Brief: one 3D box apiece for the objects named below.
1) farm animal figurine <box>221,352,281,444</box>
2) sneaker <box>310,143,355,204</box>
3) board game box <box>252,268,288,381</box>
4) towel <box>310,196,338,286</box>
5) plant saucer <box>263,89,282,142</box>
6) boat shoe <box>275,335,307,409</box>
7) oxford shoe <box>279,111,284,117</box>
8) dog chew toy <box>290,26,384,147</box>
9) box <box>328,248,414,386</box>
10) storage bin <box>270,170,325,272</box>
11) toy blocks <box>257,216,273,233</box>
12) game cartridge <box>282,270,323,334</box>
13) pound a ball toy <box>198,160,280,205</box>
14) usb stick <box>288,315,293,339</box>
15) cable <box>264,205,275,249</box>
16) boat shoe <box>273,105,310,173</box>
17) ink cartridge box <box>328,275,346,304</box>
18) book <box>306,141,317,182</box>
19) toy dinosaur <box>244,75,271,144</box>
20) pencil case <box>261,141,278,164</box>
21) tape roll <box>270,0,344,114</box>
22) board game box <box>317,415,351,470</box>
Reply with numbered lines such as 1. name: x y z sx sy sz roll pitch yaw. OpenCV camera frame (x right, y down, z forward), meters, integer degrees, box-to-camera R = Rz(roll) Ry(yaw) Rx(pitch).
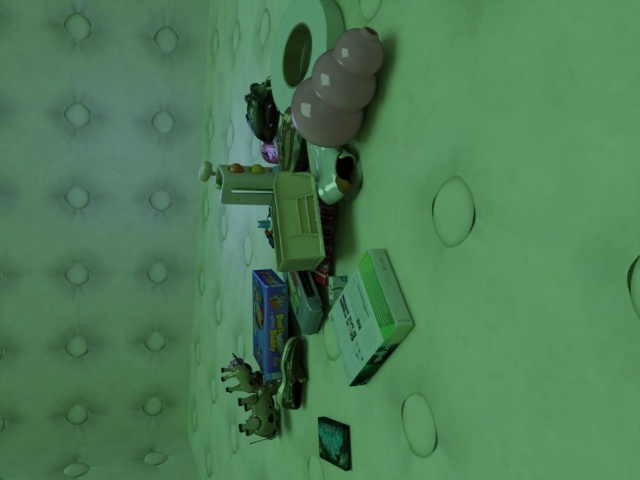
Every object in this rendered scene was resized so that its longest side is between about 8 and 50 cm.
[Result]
1. farm animal figurine: -0.228 0.589 2.090 0.330 0.172 0.327 50 -153 -71
2. sneaker: 0.050 -0.248 1.616 0.123 0.105 0.290 -29 55 33
3. board game box: -0.188 0.302 2.029 0.233 0.077 0.348 -146 55 -67
4. towel: 0.000 0.000 1.779 0.199 0.031 0.275 -163 76 -68
5. plant saucer: -0.176 -0.492 2.177 0.310 0.050 0.311 180 90 -68
6. boat shoe: -0.083 0.463 1.923 0.095 0.095 0.258 13 102 31
7. oxford shoe: -0.112 -0.535 1.998 0.076 0.076 0.213 -13 78 57
8. dog chew toy: 0.055 -0.407 1.462 0.332 0.206 0.207 -56 40 39
9. box: 0.122 0.208 1.461 0.322 0.058 0.233 115 147 -47
10. storage bin: -0.077 -0.049 1.663 0.262 0.123 0.261 121 143 -77
11. toy blocks: -0.168 -0.047 2.021 0.123 0.148 0.054 143 125 -61
12. game cartridge: -0.067 0.157 1.848 0.196 0.060 0.294 98 155 -55
13. pound a ball toy: -0.273 -0.238 2.053 0.208 0.318 0.136 -121 38 -51
14. usb stick: -0.136 0.317 2.074 0.077 0.045 0.278 108 151 -50
15. cable: -0.193 -0.045 2.208 0.150 0.047 0.185 138 127 -60
16. boat shoe: -0.089 -0.306 1.814 0.116 0.123 0.325 38 141 14
17. ink cartridge box: 0.052 0.147 1.631 0.028 0.048 0.084 178 91 -67
18. book: 0.005 -0.238 1.688 0.035 0.096 0.144 -25 65 34
19. toy dinosaur: -0.245 -0.482 2.114 0.160 0.120 0.314 -97 18 -68
20. pencil case: -0.150 -0.322 2.029 0.209 0.098 0.095 16 92 61
21. tape roll: -0.051 -0.591 1.797 0.392 0.071 0.393 -1 89 60
22. board game box: 0.040 0.612 1.680 0.186 0.026 0.126 159 110 -65
